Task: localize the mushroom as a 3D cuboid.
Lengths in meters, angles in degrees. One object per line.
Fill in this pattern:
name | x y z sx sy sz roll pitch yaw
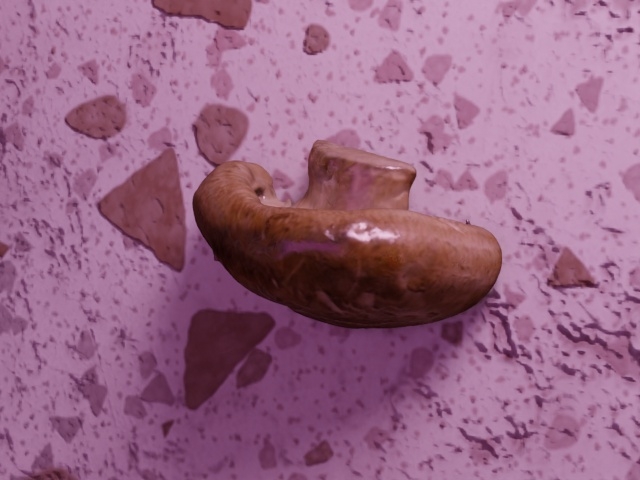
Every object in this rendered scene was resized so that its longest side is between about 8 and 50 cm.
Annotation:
mushroom | 0.000 0.000 1.573 0.286 0.151 0.156 15 99 28
